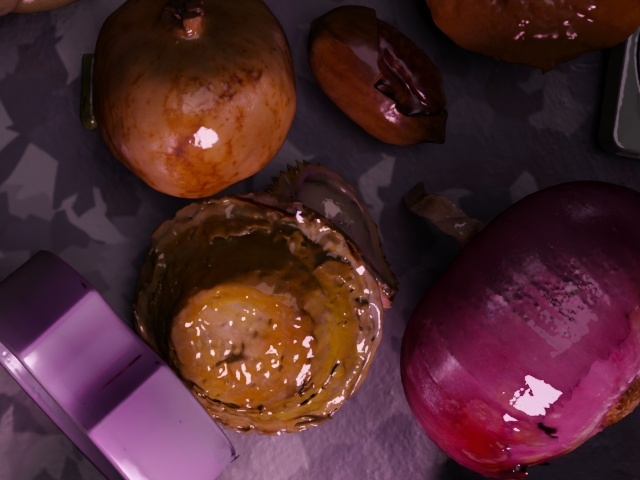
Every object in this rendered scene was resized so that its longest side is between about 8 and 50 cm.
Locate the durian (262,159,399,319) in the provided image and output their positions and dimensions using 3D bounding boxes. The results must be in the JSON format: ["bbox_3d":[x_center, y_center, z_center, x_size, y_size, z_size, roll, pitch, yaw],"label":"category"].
[{"bbox_3d":[-0.002,0.000,1.798,0.182,0.132,0.165,12,97,-25],"label":"durian"}]

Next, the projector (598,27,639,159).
[{"bbox_3d":[0.474,-0.213,1.947,0.257,0.079,0.259,10,86,-14],"label":"projector"}]

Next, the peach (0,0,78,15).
[{"bbox_3d":[-0.340,-0.363,1.660,0.292,0.247,0.292,4,49,-4],"label":"peach"}]

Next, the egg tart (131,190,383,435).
[{"bbox_3d":[-0.075,0.092,1.730,0.294,0.116,0.295,4,113,10],"label":"egg tart"}]

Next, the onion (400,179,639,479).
[{"bbox_3d":[0.227,0.082,1.744,0.345,0.358,0.358,33,81,-4],"label":"onion"}]

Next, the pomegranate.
[{"bbox_3d":[-0.133,-0.167,1.709,0.248,0.248,0.248,0,89,-14],"label":"pomegranate"}]

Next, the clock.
[{"bbox_3d":[-0.234,0.140,1.631,0.102,0.338,0.338,-43,99,-14],"label":"clock"}]

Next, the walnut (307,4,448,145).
[{"bbox_3d":[0.070,-0.183,1.831,0.207,0.116,0.116,45,79,-9],"label":"walnut"}]

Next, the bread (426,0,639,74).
[{"bbox_3d":[0.247,-0.350,1.812,0.312,0.172,0.312,1,98,11],"label":"bread"}]

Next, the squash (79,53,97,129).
[{"bbox_3d":[-0.254,-0.165,1.790,0.027,0.027,0.083,3,87,-14],"label":"squash"}]
